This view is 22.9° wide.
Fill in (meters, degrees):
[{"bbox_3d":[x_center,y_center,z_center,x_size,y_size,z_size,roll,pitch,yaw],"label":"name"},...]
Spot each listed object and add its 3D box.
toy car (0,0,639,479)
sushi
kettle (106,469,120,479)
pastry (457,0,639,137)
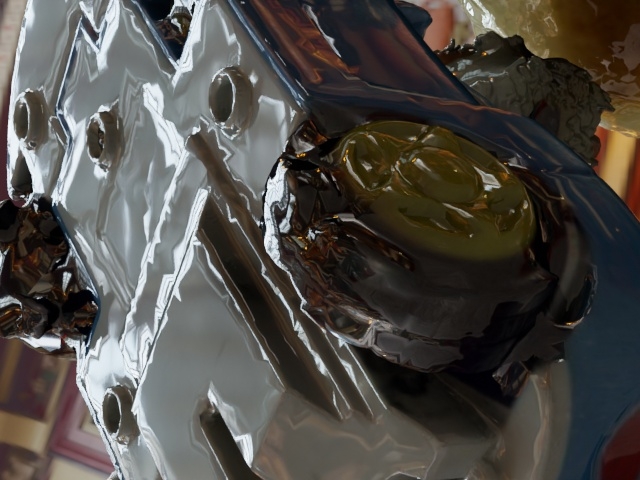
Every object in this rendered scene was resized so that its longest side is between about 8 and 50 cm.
[{"bbox_3d":[0.000,0.000,0.505,0.166,0.314,0.198,-1,-50,-32],"label":"toy car"},{"bbox_3d":[0.121,-0.083,1.032,0.226,0.103,0.097,4,-106,-51],"label":"sushi"},{"bbox_3d":[0.016,0.211,0.856,0.251,0.271,0.207,64,-150,-57],"label":"kettle"},{"bbox_3d":[0.276,-0.258,1.170,0.388,0.389,0.312,58,-156,-28],"label":"pastry"}]
